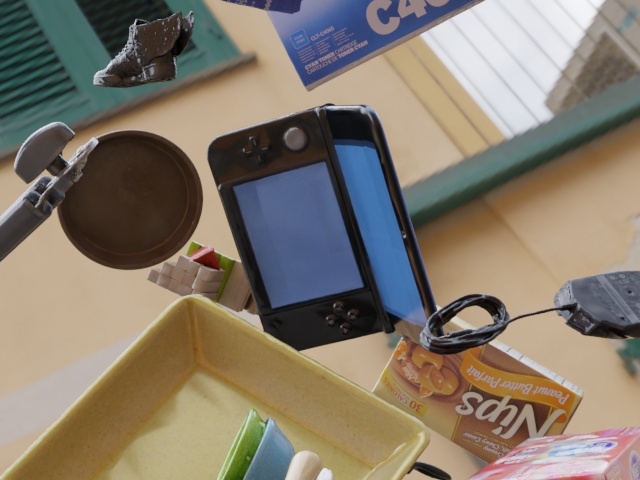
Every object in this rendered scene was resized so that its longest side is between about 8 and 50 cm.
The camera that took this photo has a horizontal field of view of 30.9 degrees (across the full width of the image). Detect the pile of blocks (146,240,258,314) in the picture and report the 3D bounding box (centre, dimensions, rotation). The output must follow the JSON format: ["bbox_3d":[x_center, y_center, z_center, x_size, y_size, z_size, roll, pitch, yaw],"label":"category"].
[{"bbox_3d":[-0.149,0.057,2.063,0.362,0.149,0.113,19,-84,-52],"label":"pile of blocks"}]

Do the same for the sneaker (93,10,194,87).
[{"bbox_3d":[-0.243,-0.258,1.578,0.170,0.089,0.051,-1,3,35],"label":"sneaker"}]

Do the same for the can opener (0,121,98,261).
[{"bbox_3d":[-0.410,-0.069,1.611,0.283,0.095,0.076,-36,17,35],"label":"can opener"}]

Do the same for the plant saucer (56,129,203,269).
[{"bbox_3d":[-0.364,-0.079,2.217,0.277,0.041,0.278,-4,-72,-12],"label":"plant saucer"}]

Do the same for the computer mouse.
[{"bbox_3d":[0.193,0.069,0.963,0.242,0.071,0.041,-7,-49,-17],"label":"computer mouse"}]

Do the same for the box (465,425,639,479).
[{"bbox_3d":[0.265,0.290,1.211,0.154,0.142,0.300,-11,-4,24],"label":"box"}]

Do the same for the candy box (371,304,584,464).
[{"bbox_3d":[0.271,0.261,1.999,0.183,0.316,0.087,-62,-13,9],"label":"candy box"}]

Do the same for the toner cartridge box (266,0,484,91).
[{"bbox_3d":[0.096,-0.370,1.684,0.347,0.165,0.075,-27,0,4],"label":"toner cartridge box"}]

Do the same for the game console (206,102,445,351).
[{"bbox_3d":[0.000,0.000,1.356,0.250,0.293,0.173,-14,11,15],"label":"game console"}]

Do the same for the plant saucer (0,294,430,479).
[{"bbox_3d":[-0.110,0.250,1.181,0.333,0.332,0.081,-47,-28,-31],"label":"plant saucer"}]

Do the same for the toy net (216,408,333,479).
[{"bbox_3d":[-0.041,0.158,0.607,0.122,0.045,0.232,-63,3,-6],"label":"toy net"}]

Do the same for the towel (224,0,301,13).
[{"bbox_3d":[-0.159,-0.444,1.507,0.335,0.040,0.243,10,-71,-13],"label":"towel"}]

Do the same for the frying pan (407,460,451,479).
[{"bbox_3d":[0.100,0.388,2.078,0.197,0.053,0.326,0,-30,23],"label":"frying pan"}]
